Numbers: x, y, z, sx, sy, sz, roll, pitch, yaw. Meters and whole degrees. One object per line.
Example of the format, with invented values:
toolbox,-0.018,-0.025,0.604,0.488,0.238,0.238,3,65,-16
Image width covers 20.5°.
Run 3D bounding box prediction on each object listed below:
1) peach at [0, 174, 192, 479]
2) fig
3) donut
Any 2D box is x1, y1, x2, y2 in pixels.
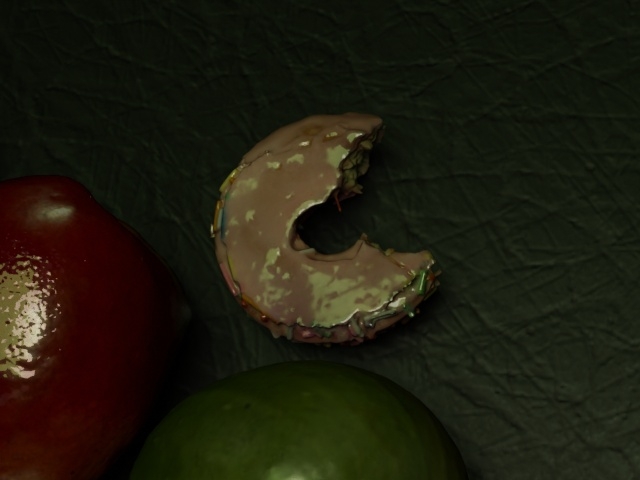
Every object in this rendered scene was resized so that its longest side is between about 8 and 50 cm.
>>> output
peach,-0.284,0.112,1.622,0.281,0.281,0.338,39,90,23
fig,-0.037,0.235,1.504,0.316,0.316,0.316,-5,70,13
donut,0.000,0.000,1.680,0.199,0.085,0.233,-21,67,6
